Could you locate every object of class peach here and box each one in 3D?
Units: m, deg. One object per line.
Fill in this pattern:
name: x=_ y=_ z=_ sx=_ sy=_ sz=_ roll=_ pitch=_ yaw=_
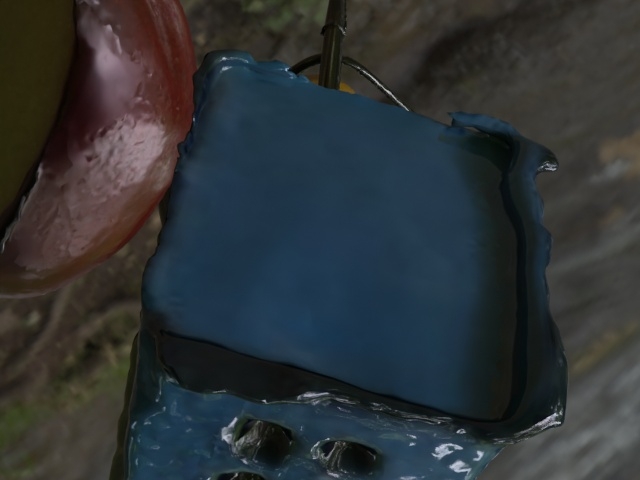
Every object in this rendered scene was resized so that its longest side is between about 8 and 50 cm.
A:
peach: x=-0.213 y=-0.124 z=1.081 sx=0.201 sy=0.257 sz=0.362 roll=-3 pitch=123 yaw=-52

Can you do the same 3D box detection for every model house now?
model house: x=-0.016 y=0.080 z=0.817 sx=0.215 sy=0.237 sz=0.303 roll=16 pitch=137 yaw=-10

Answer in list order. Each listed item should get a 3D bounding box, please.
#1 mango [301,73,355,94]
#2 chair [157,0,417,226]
mango: x=-0.034 y=-0.188 z=2.040 sx=0.227 sy=0.109 sz=0.147 roll=9 pitch=148 yaw=-46
chair: x=0.000 y=0.000 z=1.656 sx=0.362 sy=0.410 sz=0.364 roll=-31 pitch=124 yaw=29
